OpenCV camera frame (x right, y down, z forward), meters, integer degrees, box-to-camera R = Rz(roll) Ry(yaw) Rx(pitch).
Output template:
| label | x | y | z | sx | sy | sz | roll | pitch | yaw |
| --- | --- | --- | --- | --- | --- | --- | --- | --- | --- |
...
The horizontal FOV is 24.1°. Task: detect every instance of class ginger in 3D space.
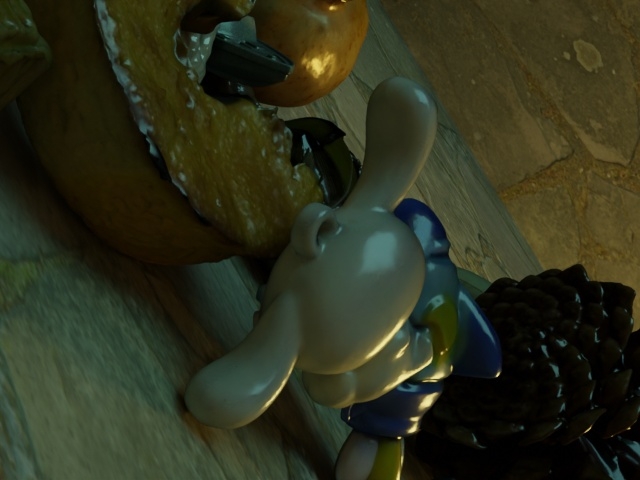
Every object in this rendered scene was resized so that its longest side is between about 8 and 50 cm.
| label | x | y | z | sx | sy | sz | roll | pitch | yaw |
| --- | --- | --- | --- | --- | --- | --- | --- | --- | --- |
| ginger | -0.135 | -0.184 | 1.975 | 0.122 | 0.084 | 0.290 | 33 | 10 | -15 |

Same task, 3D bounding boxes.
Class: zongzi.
| label | x | y | z | sx | sy | sz | roll | pitch | yaw |
| --- | --- | --- | --- | --- | --- | --- | --- | --- | --- |
| zongzi | 0.000 | 0.000 | 1.897 | 0.317 | 0.154 | 0.289 | 69 | 19 | -2 |

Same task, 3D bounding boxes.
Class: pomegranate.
| label | x | y | z | sx | sy | sz | roll | pitch | yaw |
| --- | --- | --- | --- | --- | --- | --- | --- | --- | --- |
| pomegranate | -0.074 | -0.339 | 2.205 | 0.307 | 0.307 | 0.307 | 50 | 14 | -17 |

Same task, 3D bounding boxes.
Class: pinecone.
| label | x | y | z | sx | sy | sz | roll | pitch | yaw |
| --- | --- | --- | --- | --- | --- | --- | --- | --- | --- |
| pinecone | 0.306 | 0.238 | 1.911 | 0.384 | 0.384 | 0.384 | 50 | 14 | -17 |

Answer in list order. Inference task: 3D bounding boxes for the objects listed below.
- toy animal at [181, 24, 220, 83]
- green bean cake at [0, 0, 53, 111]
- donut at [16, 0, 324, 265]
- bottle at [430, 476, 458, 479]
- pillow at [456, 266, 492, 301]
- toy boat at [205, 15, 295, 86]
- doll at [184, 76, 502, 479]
| label | x | y | z | sx | sy | sz | roll | pitch | yaw |
| --- | --- | --- | --- | --- | --- | --- | --- | --- | --- |
| toy animal | -0.211 | -0.188 | 1.765 | 0.104 | 0.184 | 0.185 | 60 | 30 | -74 |
| green bean cake | -0.342 | -0.200 | 1.216 | 0.224 | 0.131 | 0.230 | 52 | 13 | 0 |
| donut | -0.169 | -0.178 | 1.487 | 0.378 | 0.163 | 0.435 | 8 | 69 | -64 |
| bottle | 0.125 | 0.328 | 1.616 | 0.244 | 0.082 | 0.072 | -56 | 129 | -78 |
| pillow | 0.265 | 0.151 | 2.259 | 0.255 | 0.120 | 0.322 | 33 | -9 | 29 |
| toy boat | -0.140 | -0.266 | 1.918 | 0.141 | 0.092 | 0.319 | 8 | 19 | -47 |
| doll | 0.042 | 0.077 | 1.520 | 0.187 | 0.376 | 0.365 | 42 | -8 | 41 |
